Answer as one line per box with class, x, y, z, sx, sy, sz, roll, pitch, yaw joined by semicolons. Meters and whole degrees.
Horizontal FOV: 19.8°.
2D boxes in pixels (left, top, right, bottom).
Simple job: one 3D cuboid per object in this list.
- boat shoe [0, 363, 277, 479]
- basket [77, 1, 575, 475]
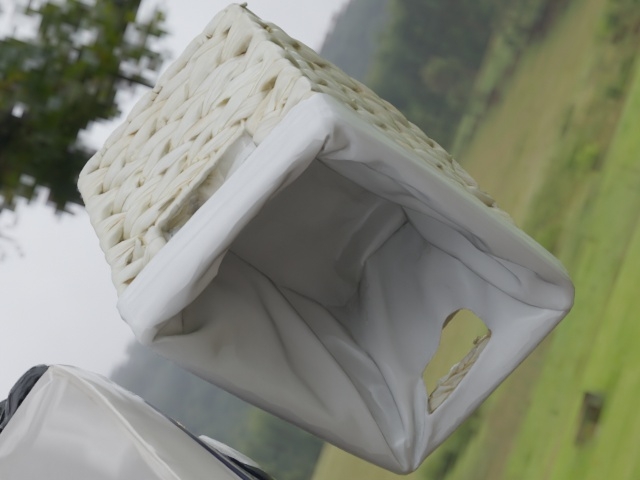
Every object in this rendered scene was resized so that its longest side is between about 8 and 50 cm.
boat shoe;0.010;0.159;0.599;0.127;0.158;0.340;-55;41;7
basket;0.000;0.000;0.724;0.113;0.167;0.103;-47;42;11
